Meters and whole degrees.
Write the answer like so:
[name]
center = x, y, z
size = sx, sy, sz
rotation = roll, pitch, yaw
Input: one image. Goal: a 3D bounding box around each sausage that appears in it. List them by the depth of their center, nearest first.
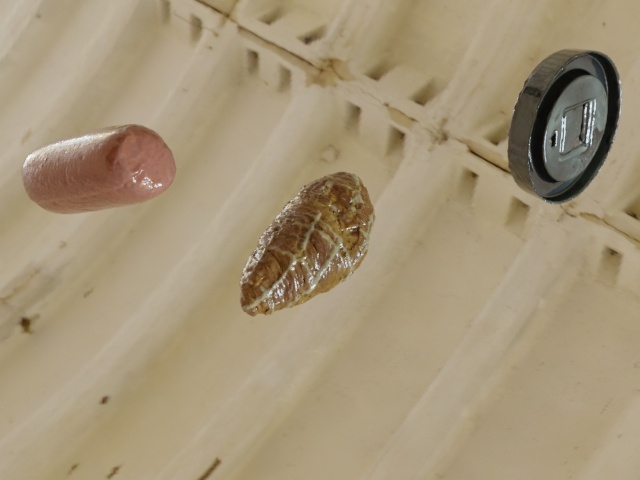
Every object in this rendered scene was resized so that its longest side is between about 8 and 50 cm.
[sausage]
center = -0.175, -0.053, 0.673
size = 0.154, 0.062, 0.062
rotation = -5, -100, 44

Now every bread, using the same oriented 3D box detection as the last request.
[bread]
center = 0.000, 0.000, 0.928
size = 0.105, 0.233, 0.076
rotation = 52, -39, -12

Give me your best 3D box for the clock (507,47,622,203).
[clock]
center = 0.336, -0.157, 1.200
size = 0.042, 0.215, 0.215
rotation = 26, -85, 43
